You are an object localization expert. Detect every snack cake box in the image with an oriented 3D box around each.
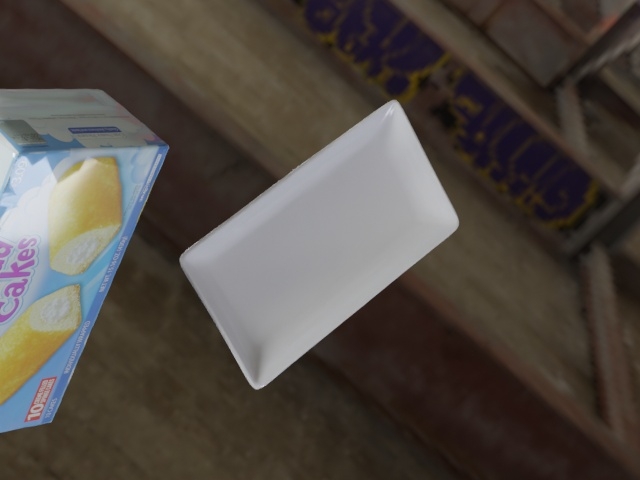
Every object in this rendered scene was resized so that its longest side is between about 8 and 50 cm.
[{"bbox_3d":[-0.236,0.020,1.214,0.089,0.264,0.152,39,-153,28],"label":"snack cake box"}]

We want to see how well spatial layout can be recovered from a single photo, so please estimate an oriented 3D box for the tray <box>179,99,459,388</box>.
[{"bbox_3d":[0.000,0.000,1.489,0.030,0.270,0.145,2,125,59],"label":"tray"}]
